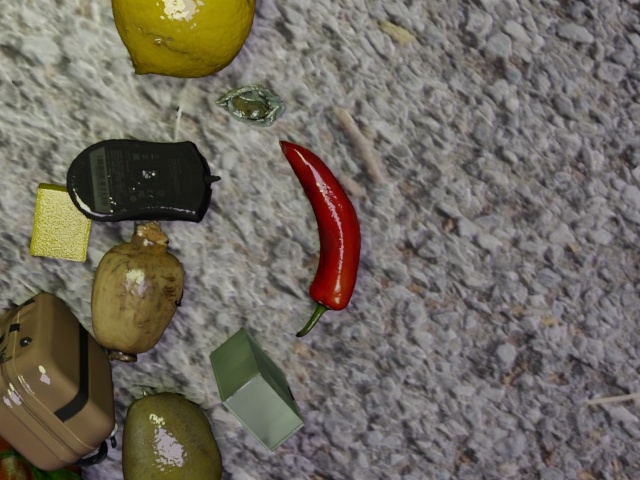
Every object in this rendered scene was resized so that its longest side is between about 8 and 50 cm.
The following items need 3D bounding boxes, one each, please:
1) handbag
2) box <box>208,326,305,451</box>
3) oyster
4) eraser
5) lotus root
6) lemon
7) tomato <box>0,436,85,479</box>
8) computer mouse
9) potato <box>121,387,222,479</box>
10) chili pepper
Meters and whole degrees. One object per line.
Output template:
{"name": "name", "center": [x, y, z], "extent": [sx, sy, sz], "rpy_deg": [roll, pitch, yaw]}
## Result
{"name": "handbag", "center": [-0.433, 0.252, 1.468], "extent": [0.149, 0.302, 0.283], "rpy_deg": [-34, 114, -3]}
{"name": "box", "center": [-0.117, 0.263, 1.579], "extent": [0.086, 0.225, 0.129], "rpy_deg": [-39, 109, -1]}
{"name": "oyster", "center": [-0.120, -0.239, 1.559], "extent": [0.098, 0.037, 0.100], "rpy_deg": [-32, 131, 15]}
{"name": "eraser", "center": [-0.444, -0.030, 1.523], "extent": [0.097, 0.045, 0.122], "rpy_deg": [7, 103, -15]}
{"name": "lotus root", "center": [-0.318, 0.097, 1.537], "extent": [0.154, 0.140, 0.257], "rpy_deg": [11, 107, -9]}
{"name": "lemon", "center": [-0.216, -0.386, 1.393], "extent": [0.228, 0.228, 0.254], "rpy_deg": [0, 96, -13]}
{"name": "tomato", "center": [-0.558, 0.428, 1.506], "extent": [0.239, 0.303, 0.303], "rpy_deg": [-29, 109, 12]}
{"name": "computer mouse", "center": [-0.303, -0.098, 1.517], "extent": [0.264, 0.088, 0.147], "rpy_deg": [-1, 80, -20]}
{"name": "potato", "center": [-0.279, 0.383, 1.610], "extent": [0.174, 0.159, 0.251], "rpy_deg": [-21, 100, -32]}
{"name": "chili pepper", "center": [0.006, -0.005, 1.626], "extent": [0.137, 0.092, 0.369], "rpy_deg": [-4, 98, 7]}
